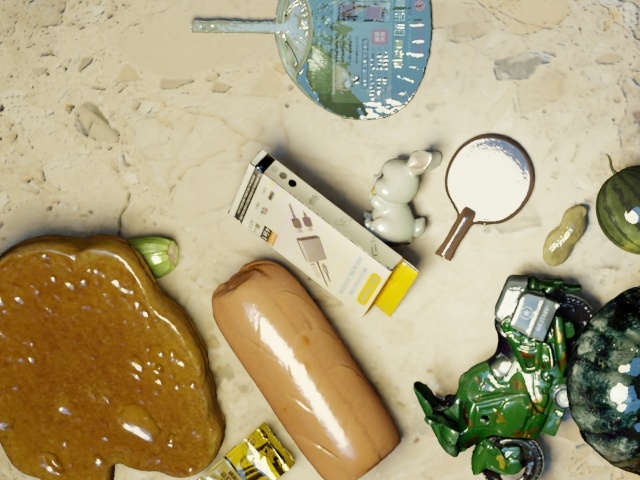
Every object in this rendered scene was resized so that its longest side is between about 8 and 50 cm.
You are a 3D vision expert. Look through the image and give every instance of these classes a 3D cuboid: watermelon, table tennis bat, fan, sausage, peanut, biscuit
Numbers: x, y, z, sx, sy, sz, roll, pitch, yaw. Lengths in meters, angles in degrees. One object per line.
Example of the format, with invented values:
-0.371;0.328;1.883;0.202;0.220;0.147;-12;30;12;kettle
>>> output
0.369;-0.046;1.864;0.105;0.105;0.133;-38;82;17;watermelon
0.181;-0.045;1.907;0.107;0.119;0.170;31;103;9;table tennis bat
0.010;-0.287;1.972;0.294;0.012;0.223;31;105;8;fan
-0.021;0.163;1.990;0.121;0.121;0.304;-35;89;17;sausage
0.297;-0.005;1.925;0.037;0.037;0.083;36;101;8;peanut
-0.295;0.173;2.064;0.381;0.074;0.359;37;116;-9;biscuit

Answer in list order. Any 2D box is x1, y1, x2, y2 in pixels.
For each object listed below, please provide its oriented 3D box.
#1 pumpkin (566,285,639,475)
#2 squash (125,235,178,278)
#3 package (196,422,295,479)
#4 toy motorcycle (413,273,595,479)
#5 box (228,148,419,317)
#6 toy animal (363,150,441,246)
0.400;0.163;1.838;0.233;0.163;0.233;0;91;-17;pumpkin
-0.295;0.033;2.073;0.229;0.066;0.066;-7;96;16;squash
-0.092;0.296;2.067;0.131;0.047;0.071;-43;83;15;package
0.219;0.162;1.931;0.187;0.125;0.274;22;101;1;toy motorcycle
0.000;0.000;1.968;0.247;0.033;0.129;38;146;7;box
0.094;-0.057;1.953;0.085;0.071;0.124;11;101;14;toy animal
